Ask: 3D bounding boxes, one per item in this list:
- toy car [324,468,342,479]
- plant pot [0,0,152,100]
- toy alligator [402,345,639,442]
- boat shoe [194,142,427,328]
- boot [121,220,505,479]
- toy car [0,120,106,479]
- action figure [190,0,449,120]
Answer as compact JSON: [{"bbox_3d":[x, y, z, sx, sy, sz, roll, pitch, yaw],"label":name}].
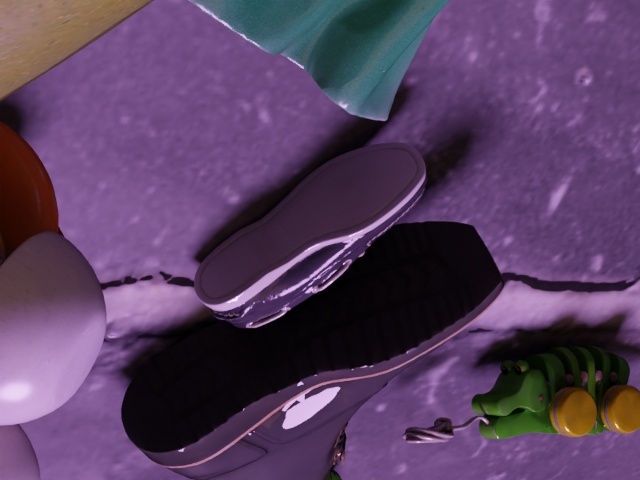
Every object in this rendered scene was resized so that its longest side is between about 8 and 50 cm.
[{"bbox_3d":[-0.058,0.222,0.983,0.239,0.053,0.225,17,119,-44],"label":"toy car"},{"bbox_3d":[-0.138,-0.134,0.438,0.275,0.274,0.293,10,140,-41],"label":"plant pot"},{"bbox_3d":[0.126,0.087,0.984,0.190,0.056,0.051,1,87,-34],"label":"toy alligator"},{"bbox_3d":[0.000,0.000,0.806,0.125,0.046,0.038,-36,141,6],"label":"boat shoe"},{"bbox_3d":[0.011,0.072,0.877,0.198,0.076,0.137,-24,146,8],"label":"boot"},{"bbox_3d":[-0.161,0.032,0.670,0.182,0.159,0.136,-66,171,25],"label":"toy car"},{"bbox_3d":[0.053,-0.156,0.572,0.232,0.063,0.137,-45,138,17],"label":"action figure"}]
